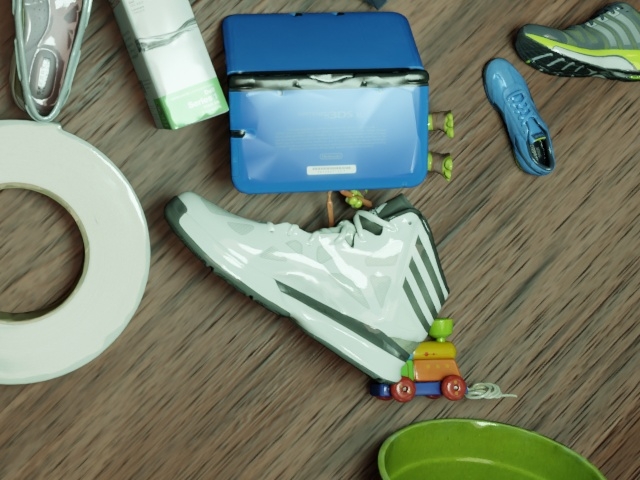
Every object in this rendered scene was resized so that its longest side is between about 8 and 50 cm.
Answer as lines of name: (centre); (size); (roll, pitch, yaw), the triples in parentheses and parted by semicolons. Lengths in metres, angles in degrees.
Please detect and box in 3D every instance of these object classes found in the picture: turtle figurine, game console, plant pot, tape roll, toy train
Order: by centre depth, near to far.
tape roll: (-0.445, 0.015, 1.490); (0.392, 0.072, 0.391); (-2, 98, -15)
game console: (0.004, -0.212, 1.534); (0.293, 0.173, 0.250); (-3, 105, -7)
turtle figurine: (0.098, -0.141, 1.610); (0.217, 0.087, 0.269); (2, 92, 2)
plant pot: (0.249, 0.527, 1.628); (0.367, 0.366, 0.352); (2, 108, -16)
toy train: (0.206, 0.192, 1.685); (0.248, 0.105, 0.143); (0, 84, -16)

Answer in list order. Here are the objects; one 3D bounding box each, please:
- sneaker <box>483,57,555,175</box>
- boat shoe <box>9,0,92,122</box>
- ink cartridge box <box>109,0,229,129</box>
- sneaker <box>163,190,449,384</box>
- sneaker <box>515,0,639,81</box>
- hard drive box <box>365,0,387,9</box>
sneaker: (0.335, -0.205, 1.674); (0.069, 0.082, 0.209); (-26, 102, -9)
boat shoe: (-0.376, -0.327, 1.427); (0.118, 0.103, 0.320); (7, 104, -24)
ink cartridge box: (-0.224, -0.276, 1.467); (0.093, 0.160, 0.219); (-22, 103, -13)
sneaker: (0.000, 0.000, 1.548); (0.448, 0.169, 0.257); (34, 90, -12)
sneaker: (0.457, -0.335, 1.689); (0.300, 0.111, 0.121); (3, 86, -21)
hard drive box: (0.087, -0.501, 1.547); (0.181, 0.089, 0.232); (35, 88, -7)
